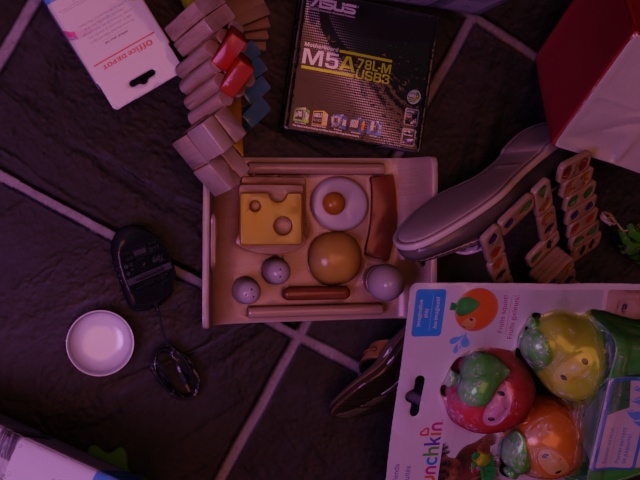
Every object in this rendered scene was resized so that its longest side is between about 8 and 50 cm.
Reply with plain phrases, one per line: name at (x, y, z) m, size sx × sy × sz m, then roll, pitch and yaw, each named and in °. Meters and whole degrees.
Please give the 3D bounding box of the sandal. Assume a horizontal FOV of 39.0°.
sandal at (0.091, 0.153, 1.188) m, size 0.090 × 0.060 × 0.219 m, roll 19°, pitch 116°, yaw -38°

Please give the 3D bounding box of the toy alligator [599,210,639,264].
toy alligator at (0.449, 0.008, 1.277) m, size 0.190 × 0.056 × 0.051 m, roll 20°, pitch 131°, yaw -25°

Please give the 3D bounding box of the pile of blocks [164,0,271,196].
pile of blocks at (-0.103, -0.241, 1.088) m, size 0.149 × 0.113 × 0.362 m, roll -3°, pitch 82°, yaw -34°

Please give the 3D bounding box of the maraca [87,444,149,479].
maraca at (-0.252, 0.343, 1.122) m, size 0.127 × 0.099 × 0.185 m, roll -32°, pitch 77°, yaw -28°

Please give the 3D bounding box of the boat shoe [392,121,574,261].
boat shoe at (0.231, -0.044, 1.168) m, size 0.335 × 0.112 × 0.095 m, roll -36°, pitch 114°, yaw -31°

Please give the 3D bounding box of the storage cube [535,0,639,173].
storage cube at (0.409, -0.217, 1.159) m, size 0.184 × 0.215 × 0.193 m, roll 17°, pitch 44°, yaw -12°

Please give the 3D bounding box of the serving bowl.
serving bowl at (-0.277, 0.128, 1.142) m, size 0.083 × 0.027 × 0.083 m, roll 0°, pitch 91°, yaw -12°

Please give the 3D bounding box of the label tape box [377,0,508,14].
label tape box at (0.086, -0.363, 1.097) m, size 0.334 × 0.240 × 0.105 m, roll 5°, pitch 93°, yaw -12°

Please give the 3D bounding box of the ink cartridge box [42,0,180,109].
ink cartridge box at (-0.259, -0.259, 1.115) m, size 0.104 × 0.061 × 0.181 m, roll -32°, pitch 98°, yaw -9°

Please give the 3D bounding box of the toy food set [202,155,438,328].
toy food set at (0.000, 0.000, 1.165) m, size 0.306 × 0.092 × 0.219 m, roll 0°, pitch 92°, yaw -13°

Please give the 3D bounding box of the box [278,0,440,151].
box at (0.052, -0.221, 1.193) m, size 0.191 × 0.045 × 0.184 m, roll 9°, pitch 92°, yaw -13°

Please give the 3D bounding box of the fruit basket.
fruit basket at (0.268, 0.206, 1.158) m, size 0.353 × 0.165 × 0.327 m, roll -1°, pitch 111°, yaw -17°

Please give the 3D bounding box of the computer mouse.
computer mouse at (-0.209, 0.094, 1.156) m, size 0.071 × 0.041 × 0.242 m, roll -21°, pitch 102°, yaw -28°

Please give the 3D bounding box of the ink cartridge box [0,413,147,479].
ink cartridge box at (-0.351, 0.330, 1.017) m, size 0.308 × 0.129 × 0.223 m, roll 21°, pitch 79°, yaw 11°

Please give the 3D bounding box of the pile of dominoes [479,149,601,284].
pile of dominoes at (0.305, 0.008, 1.175) m, size 0.196 × 0.040 × 0.251 m, roll -43°, pitch 144°, yaw -10°
